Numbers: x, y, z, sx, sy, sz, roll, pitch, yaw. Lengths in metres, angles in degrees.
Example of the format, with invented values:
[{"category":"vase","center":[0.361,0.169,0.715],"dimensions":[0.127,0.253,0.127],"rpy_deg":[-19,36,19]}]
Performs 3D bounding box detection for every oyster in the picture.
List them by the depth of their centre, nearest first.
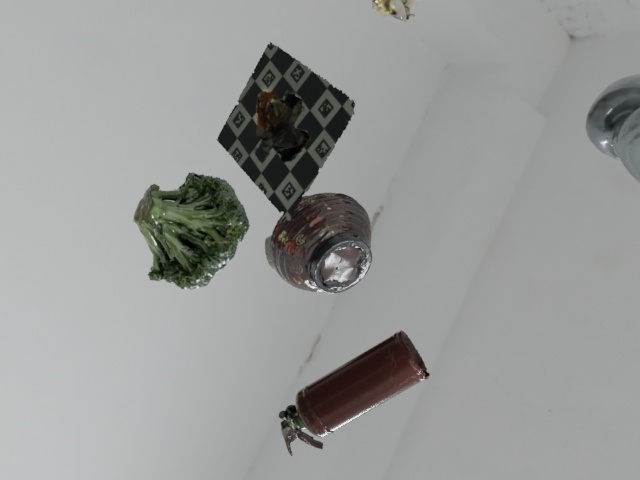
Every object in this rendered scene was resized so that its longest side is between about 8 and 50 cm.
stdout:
[{"category":"oyster","center":[0.168,-0.507,1.361],"dimensions":[0.072,0.133,0.209],"rpy_deg":[26,-107,19]}]

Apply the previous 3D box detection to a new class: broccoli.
[{"category":"broccoli","center":[-0.335,-0.025,1.739],"dimensions":[0.304,0.283,0.321],"rpy_deg":[21,-95,47]}]

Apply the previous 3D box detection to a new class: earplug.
[{"category":"earplug","center":[0.645,-0.205,1.289],"dimensions":[0.175,0.214,0.325],"rpy_deg":[-28,-145,2]}]

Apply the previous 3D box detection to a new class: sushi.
[{"category":"sushi","center":[-0.046,-0.162,0.992],"dimensions":[0.210,0.040,0.192],"rpy_deg":[45,-67,33]}]

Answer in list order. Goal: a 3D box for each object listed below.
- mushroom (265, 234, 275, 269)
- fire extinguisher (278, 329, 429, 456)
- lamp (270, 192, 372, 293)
[{"category":"mushroom","center":[-0.052,0.005,1.957],"dimensions":[0.225,0.116,0.093],"rpy_deg":[-23,-154,-2]},{"category":"fire extinguisher","center":[0.053,0.315,1.329],"dimensions":[0.337,0.147,0.106],"rpy_deg":[-33,-150,11]},{"category":"lamp","center":[0.000,0.000,1.519],"dimensions":[0.247,0.247,0.247],"rpy_deg":[-32,-138,33]}]
